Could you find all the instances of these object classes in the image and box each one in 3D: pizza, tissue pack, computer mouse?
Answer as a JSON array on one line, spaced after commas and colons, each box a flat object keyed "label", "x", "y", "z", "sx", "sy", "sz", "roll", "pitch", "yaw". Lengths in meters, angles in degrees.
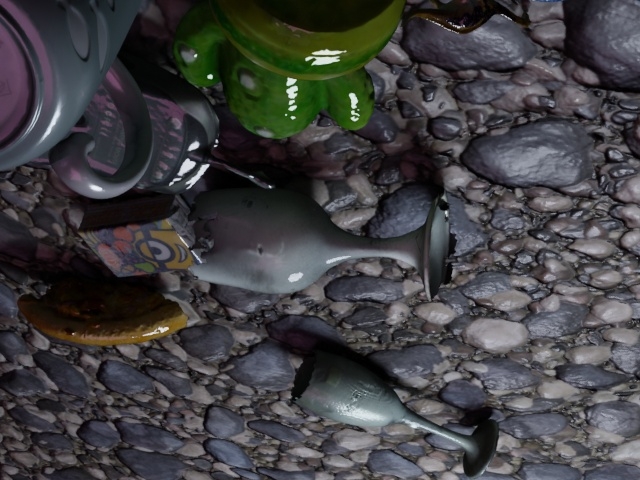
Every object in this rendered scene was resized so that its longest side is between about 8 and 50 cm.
[{"label": "pizza", "x": -0.315, "y": 0.100, "z": 1.713, "sx": 0.246, "sy": 0.127, "sz": 0.058, "roll": 12, "pitch": 122, "yaw": 15}, {"label": "tissue pack", "x": -0.227, "y": -0.006, "z": 1.579, "sx": 0.148, "sy": 0.060, "sz": 0.108, "roll": -7, "pitch": 138, "yaw": 27}, {"label": "computer mouse", "x": -0.224, "y": -0.140, "z": 1.367, "sx": 0.379, "sy": 0.090, "sz": 0.167, "roll": 22, "pitch": 127, "yaw": -9}]

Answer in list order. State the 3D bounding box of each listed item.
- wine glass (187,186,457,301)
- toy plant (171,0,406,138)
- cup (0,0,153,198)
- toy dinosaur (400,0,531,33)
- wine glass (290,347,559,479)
[{"label": "wine glass", "x": 0.000, "y": 0.000, "z": 1.458, "sx": 0.321, "sy": 0.143, "sz": 0.143, "roll": 3, "pitch": 142, "yaw": 17}, {"label": "toy plant", "x": -0.030, "y": -0.204, "z": 1.199, "sx": 0.224, "sy": 0.184, "sz": 0.316, "roll": 23, "pitch": 159, "yaw": -5}, {"label": "cup", "x": -0.281, "y": -0.181, "z": 1.119, "sx": 0.259, "sy": 0.274, "sz": 0.357, "roll": -24, "pitch": 119, "yaw": 22}, {"label": "toy dinosaur", "x": 0.134, "y": -0.227, "z": 1.147, "sx": 0.180, "sy": 0.058, "sz": 0.037, "roll": -11, "pitch": 172, "yaw": -30}, {"label": "wine glass", "x": 0.145, "y": 0.217, "z": 1.725, "sx": 0.309, "sy": 0.096, "sz": 0.264, "roll": 25, "pitch": 144, "yaw": -13}]
